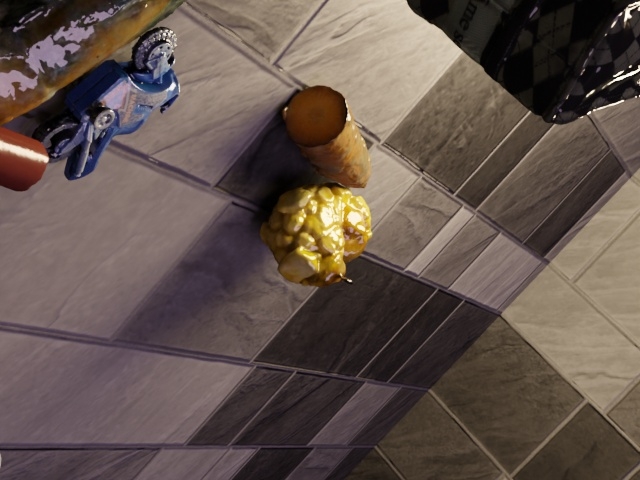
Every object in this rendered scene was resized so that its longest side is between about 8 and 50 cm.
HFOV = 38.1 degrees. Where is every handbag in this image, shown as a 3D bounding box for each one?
[{"bbox_3d":[0.215,-0.328,1.012,0.317,0.416,0.180,-21,149,-42],"label":"handbag"}]

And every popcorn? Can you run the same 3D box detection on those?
[{"bbox_3d":[-0.013,-0.014,1.440,0.140,0.163,0.194,-32,-161,43],"label":"popcorn"}]

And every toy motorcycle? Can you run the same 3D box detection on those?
[{"bbox_3d":[-0.229,-0.152,1.033,0.205,0.076,0.114,-42,160,0],"label":"toy motorcycle"}]

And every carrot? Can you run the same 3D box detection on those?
[{"bbox_3d":[0.030,-0.132,1.373,0.102,0.102,0.263,-43,154,1],"label":"carrot"}]

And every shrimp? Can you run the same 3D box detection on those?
[{"bbox_3d":[-0.259,-0.254,0.851,0.445,0.085,0.272,-30,145,-16],"label":"shrimp"}]

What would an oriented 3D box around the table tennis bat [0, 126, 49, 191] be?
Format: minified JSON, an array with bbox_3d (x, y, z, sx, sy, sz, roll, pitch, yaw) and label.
[{"bbox_3d":[-0.371,-0.113,0.750,0.268,0.051,0.415,-36,158,12],"label":"table tennis bat"}]
